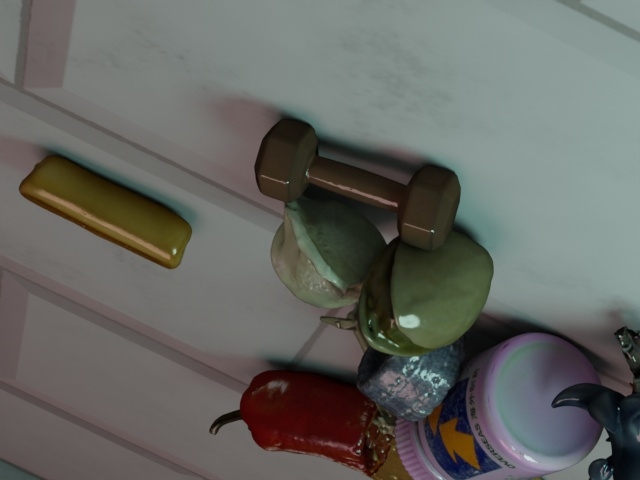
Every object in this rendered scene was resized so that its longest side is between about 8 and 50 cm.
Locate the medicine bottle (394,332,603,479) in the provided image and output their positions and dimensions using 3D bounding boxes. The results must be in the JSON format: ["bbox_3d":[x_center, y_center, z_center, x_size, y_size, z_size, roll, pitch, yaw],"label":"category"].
[{"bbox_3d":[0.230,0.237,1.982,0.178,0.178,0.290,30,154,-11],"label":"medicine bottle"}]

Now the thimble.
[{"bbox_3d":[0.120,0.158,1.965,0.097,0.150,0.150,32,154,-10],"label":"thimble"}]

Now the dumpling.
[{"bbox_3d":[0.000,0.000,1.756,0.126,0.216,0.166,-33,93,30],"label":"dumpling"}]

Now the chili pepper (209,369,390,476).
[{"bbox_3d":[-0.054,0.267,2.346,0.338,0.135,0.131,9,168,31],"label":"chili pepper"}]

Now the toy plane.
[{"bbox_3d":[0.088,0.189,2.120,0.092,0.108,0.286,6,137,37],"label":"toy plane"}]

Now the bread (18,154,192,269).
[{"bbox_3d":[-0.286,-0.042,2.017,0.239,0.074,0.092,26,171,-1],"label":"bread"}]

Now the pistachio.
[{"bbox_3d":[0.117,0.057,1.698,0.135,0.226,0.136,12,114,27],"label":"pistachio"}]

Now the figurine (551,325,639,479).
[{"bbox_3d":[0.403,0.241,1.782,0.265,0.197,0.175,37,-164,-12],"label":"figurine"}]

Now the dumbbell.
[{"bbox_3d":[0.040,-0.063,1.671,0.230,0.092,0.082,19,125,12],"label":"dumbbell"}]

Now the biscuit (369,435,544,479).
[{"bbox_3d":[0.206,0.386,2.452,0.354,0.052,0.275,13,153,25],"label":"biscuit"}]
